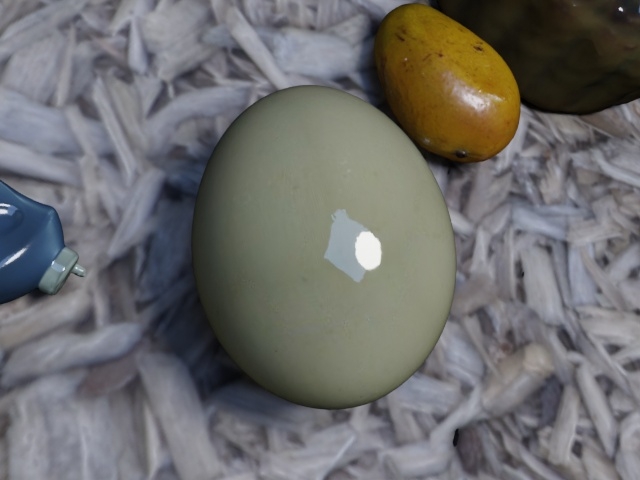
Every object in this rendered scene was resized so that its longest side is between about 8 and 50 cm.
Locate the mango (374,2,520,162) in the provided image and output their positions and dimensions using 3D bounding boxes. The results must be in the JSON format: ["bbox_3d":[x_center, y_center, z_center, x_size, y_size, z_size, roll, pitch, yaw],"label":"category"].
[{"bbox_3d":[0.110,-0.143,0.731,0.165,0.089,0.115,45,60,3],"label":"mango"}]

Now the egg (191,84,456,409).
[{"bbox_3d":[0.000,0.000,0.579,0.185,0.186,0.242,-3,61,-22],"label":"egg"}]

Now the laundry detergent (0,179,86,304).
[{"bbox_3d":[-0.260,-0.018,0.555,0.206,0.061,0.097,29,55,-10],"label":"laundry detergent"}]

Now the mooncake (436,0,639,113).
[{"bbox_3d":[0.270,-0.277,0.804,0.290,0.161,0.291,7,70,-19],"label":"mooncake"}]
